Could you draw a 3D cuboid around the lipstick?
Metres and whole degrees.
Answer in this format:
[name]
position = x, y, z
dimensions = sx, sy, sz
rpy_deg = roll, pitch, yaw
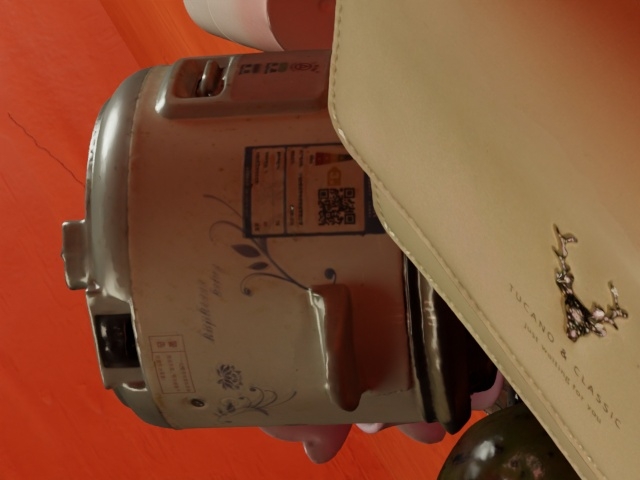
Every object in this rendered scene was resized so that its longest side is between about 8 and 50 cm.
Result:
[lipstick]
position = -0.038, -0.191, 1.288
dimensions = 0.087, 0.087, 0.327
rpy_deg = 61, 172, -16

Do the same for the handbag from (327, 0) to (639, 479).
[handbag]
position = 0.151, 0.017, 0.628
dimensions = 0.358, 0.160, 0.237
rpy_deg = 54, 164, 32

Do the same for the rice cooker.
[rice cooker]
position = 0.000, 0.000, 1.073
dimensions = 0.316, 0.316, 0.264
rpy_deg = -134, 33, -58

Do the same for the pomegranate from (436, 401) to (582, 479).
[pomegranate]
position = 0.184, 0.209, 1.195
dimensions = 0.181, 0.181, 0.224
rpy_deg = 54, -169, 33

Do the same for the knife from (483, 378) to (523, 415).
[knife]
position = 0.151, 0.115, 1.486
dimensions = 0.365, 0.043, 0.089
rpy_deg = -157, 69, -81

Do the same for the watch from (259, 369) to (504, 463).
[watch]
position = 0.051, 0.074, 1.316
dimensions = 0.217, 0.211, 0.248
rpy_deg = -154, 56, -71
